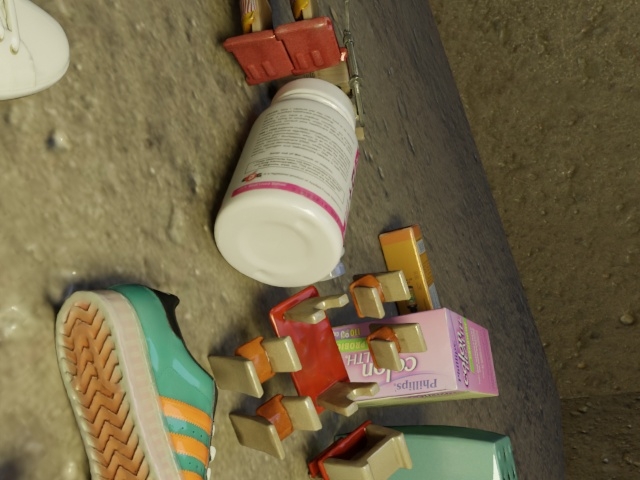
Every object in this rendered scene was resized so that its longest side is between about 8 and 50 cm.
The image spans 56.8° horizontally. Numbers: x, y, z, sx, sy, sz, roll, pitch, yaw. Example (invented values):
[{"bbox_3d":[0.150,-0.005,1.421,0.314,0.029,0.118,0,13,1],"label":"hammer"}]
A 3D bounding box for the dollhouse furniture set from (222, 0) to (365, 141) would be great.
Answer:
[{"bbox_3d":[-0.035,-0.320,0.991,0.374,0.152,0.201,54,28,-70],"label":"dollhouse furniture set"}]

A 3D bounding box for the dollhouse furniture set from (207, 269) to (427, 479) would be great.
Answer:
[{"bbox_3d":[0.007,0.190,0.757,0.262,0.135,0.259,-26,101,-39],"label":"dollhouse furniture set"}]

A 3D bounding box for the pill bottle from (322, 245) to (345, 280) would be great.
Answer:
[{"bbox_3d":[0.000,0.000,0.935,0.067,0.067,0.120,-26,100,-64],"label":"pill bottle"}]

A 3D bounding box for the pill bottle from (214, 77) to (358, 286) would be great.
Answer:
[{"bbox_3d":[-0.032,-0.091,0.810,0.160,0.160,0.283,55,32,-36],"label":"pill bottle"}]

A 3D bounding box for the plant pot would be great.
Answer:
[{"bbox_3d":[0.169,0.362,0.896,0.165,0.234,0.166,20,58,-60],"label":"plant pot"}]

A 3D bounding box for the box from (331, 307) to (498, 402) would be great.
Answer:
[{"bbox_3d":[0.145,0.199,0.955,0.243,0.213,0.117,26,55,-57],"label":"box"}]

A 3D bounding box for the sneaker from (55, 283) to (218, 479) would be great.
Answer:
[{"bbox_3d":[-0.134,0.183,0.524,0.121,0.108,0.302,-5,80,-60],"label":"sneaker"}]

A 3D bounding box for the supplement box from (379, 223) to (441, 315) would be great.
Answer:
[{"bbox_3d":[0.199,0.087,1.281,0.080,0.078,0.234,-15,91,-67],"label":"supplement box"}]

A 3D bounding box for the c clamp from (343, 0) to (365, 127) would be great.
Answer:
[{"bbox_3d":[0.049,-0.259,0.905,0.137,0.022,0.161,76,6,-58],"label":"c clamp"}]

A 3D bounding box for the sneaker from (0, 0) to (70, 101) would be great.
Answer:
[{"bbox_3d":[-0.274,-0.173,0.415,0.290,0.123,0.106,-5,80,-65],"label":"sneaker"}]
